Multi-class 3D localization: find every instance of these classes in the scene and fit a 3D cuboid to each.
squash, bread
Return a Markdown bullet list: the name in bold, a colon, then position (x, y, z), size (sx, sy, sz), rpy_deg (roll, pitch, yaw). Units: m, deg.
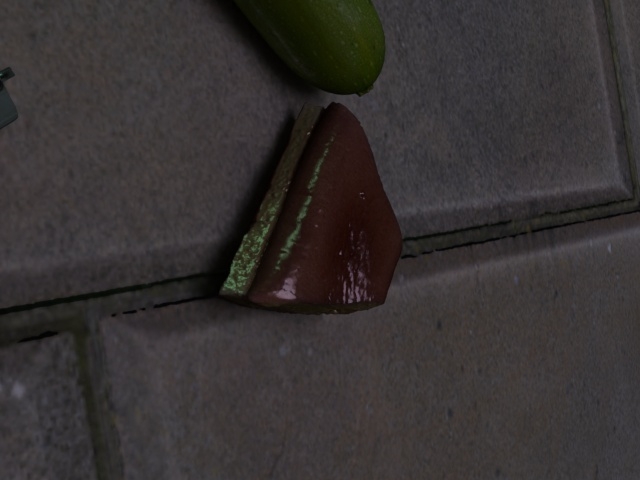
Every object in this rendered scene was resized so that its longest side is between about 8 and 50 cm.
- **squash**: position (-0.016, -0.181, 0.799), size (0.188, 0.095, 0.095), rpy_deg (54, 45, -37)
- **bread**: position (-0.001, 0.000, 0.793), size (0.119, 0.067, 0.192), rpy_deg (46, 48, -26)

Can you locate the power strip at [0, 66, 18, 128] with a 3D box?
- **power strip**: position (-0.210, -0.064, 0.580), size (0.136, 0.019, 0.051), rpy_deg (-45, 116, -46)
